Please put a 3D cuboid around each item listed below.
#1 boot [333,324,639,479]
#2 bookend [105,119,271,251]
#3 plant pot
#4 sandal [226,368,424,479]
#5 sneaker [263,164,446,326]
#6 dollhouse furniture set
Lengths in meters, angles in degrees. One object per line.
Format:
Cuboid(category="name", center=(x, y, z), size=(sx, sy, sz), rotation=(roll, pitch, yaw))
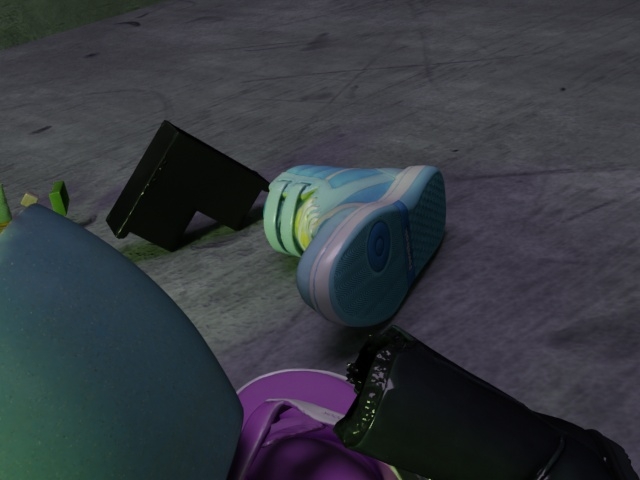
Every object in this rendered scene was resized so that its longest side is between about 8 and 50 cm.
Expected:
Cuboid(category="boot", center=(0.108, 0.156, 0.581), size=(0.207, 0.094, 0.246), rotation=(26, 18, -8))
Cuboid(category="bookend", center=(-0.172, -0.050, 1.255), size=(0.157, 0.156, 0.072), rotation=(28, 6, -30))
Cuboid(category="plant pot", center=(-0.168, 0.144, 0.672), size=(0.195, 0.290, 0.290), rotation=(23, 25, -7))
Cuboid(category="sandal", center=(-0.002, 0.182, 0.672), size=(0.169, 0.102, 0.416), rotation=(-12, 24, -4))
Cuboid(category="sneaker", center=(0.000, 0.000, 1.046), size=(0.208, 0.127, 0.319), rotation=(4, 18, 24))
Cuboid(category="dollhouse furniture set", center=(-0.440, -0.043, 1.367), size=(0.151, 0.076, 0.058), rotation=(-11, 24, -3))
